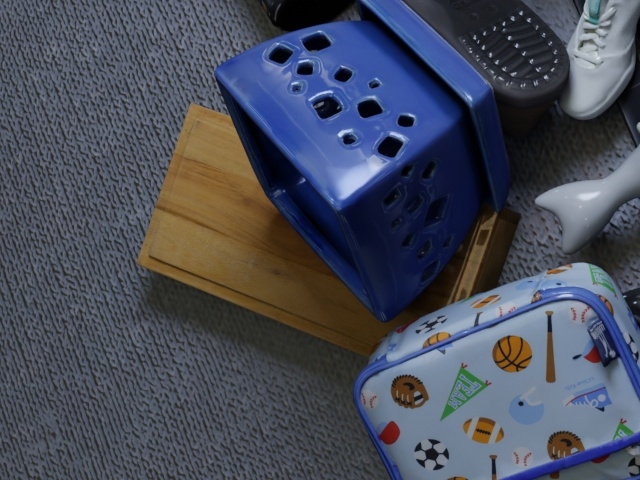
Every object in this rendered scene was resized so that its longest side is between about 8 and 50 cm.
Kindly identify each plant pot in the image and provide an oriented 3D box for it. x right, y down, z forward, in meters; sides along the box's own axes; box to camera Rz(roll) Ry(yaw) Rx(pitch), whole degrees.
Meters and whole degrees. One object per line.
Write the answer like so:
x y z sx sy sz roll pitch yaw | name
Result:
0.058 -0.100 1.745 0.212 0.236 0.236 -37 57 -10 | plant pot

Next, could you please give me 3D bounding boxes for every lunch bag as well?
0.205 0.171 1.731 0.303 0.115 0.243 -21 102 20 | lunch bag

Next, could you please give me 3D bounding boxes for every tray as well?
0.000 0.000 1.919 0.411 0.076 0.203 20 93 26 | tray

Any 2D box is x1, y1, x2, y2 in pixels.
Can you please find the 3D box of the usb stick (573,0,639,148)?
0.323 -0.217 1.799 0.077 0.045 0.278 -29 72 28 | usb stick

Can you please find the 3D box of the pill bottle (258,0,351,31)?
-0.052 -0.359 1.961 0.123 0.123 0.219 -37 69 18 | pill bottle

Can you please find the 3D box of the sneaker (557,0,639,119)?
0.290 -0.227 1.737 0.080 0.094 0.212 30 102 29 | sneaker

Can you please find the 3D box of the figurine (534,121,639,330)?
0.347 -0.012 1.719 0.209 0.092 0.215 -36 86 24 | figurine

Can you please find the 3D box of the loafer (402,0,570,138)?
0.133 -0.241 1.846 0.134 0.130 0.366 -18 54 -16 | loafer
